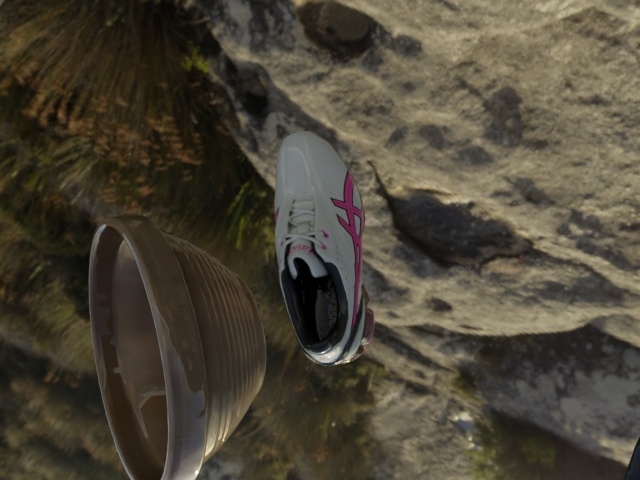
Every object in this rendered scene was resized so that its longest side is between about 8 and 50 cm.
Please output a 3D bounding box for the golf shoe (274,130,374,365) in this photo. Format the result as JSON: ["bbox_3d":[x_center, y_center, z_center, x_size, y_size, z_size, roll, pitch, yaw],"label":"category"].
[{"bbox_3d":[0.000,0.000,0.539,0.068,0.186,0.086,-14,169,11],"label":"golf shoe"}]

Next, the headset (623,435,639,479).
[{"bbox_3d":[0.238,0.186,0.339,0.243,0.185,0.394,48,154,28],"label":"headset"}]

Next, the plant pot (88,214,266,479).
[{"bbox_3d":[-0.122,0.090,0.628,0.237,0.110,0.237,23,117,56],"label":"plant pot"}]

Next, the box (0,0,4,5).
[{"bbox_3d":[-0.382,-0.276,0.686,0.162,0.116,0.029,35,-170,-23],"label":"box"}]
